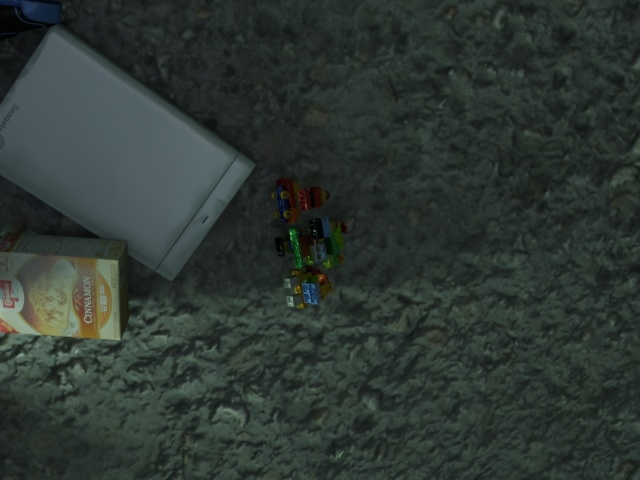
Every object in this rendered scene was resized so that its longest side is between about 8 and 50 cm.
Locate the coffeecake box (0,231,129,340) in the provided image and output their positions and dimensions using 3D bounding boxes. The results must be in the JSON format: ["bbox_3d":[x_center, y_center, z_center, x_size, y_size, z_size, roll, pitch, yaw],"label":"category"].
[{"bbox_3d":[-0.392,0.070,1.169,0.185,0.068,0.143,4,117,-3],"label":"coffeecake box"}]

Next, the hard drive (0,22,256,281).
[{"bbox_3d":[-0.307,-0.125,1.158,0.353,0.047,0.233,35,99,-17],"label":"hard drive"}]

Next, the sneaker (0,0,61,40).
[{"bbox_3d":[-0.472,-0.297,1.061,0.232,0.081,0.091,3,111,1],"label":"sneaker"}]

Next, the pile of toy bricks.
[{"bbox_3d":[0.000,0.000,1.228,0.105,0.118,0.212,-16,102,-38],"label":"pile of toy bricks"}]
